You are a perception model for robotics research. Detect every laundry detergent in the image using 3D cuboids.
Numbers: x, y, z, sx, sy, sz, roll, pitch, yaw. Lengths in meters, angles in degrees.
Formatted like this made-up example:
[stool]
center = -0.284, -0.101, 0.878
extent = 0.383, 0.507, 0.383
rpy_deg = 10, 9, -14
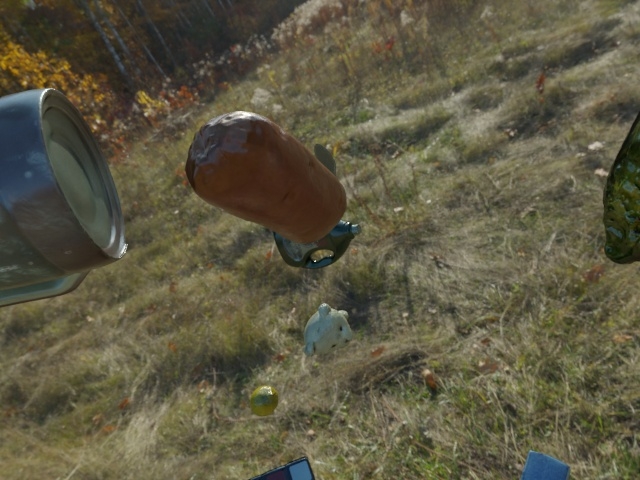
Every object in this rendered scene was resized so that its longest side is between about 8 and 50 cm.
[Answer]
[laundry detergent]
center = 0.000, 0.000, 1.017
extent = 0.211, 0.137, 0.063
rpy_deg = -9, 19, 30

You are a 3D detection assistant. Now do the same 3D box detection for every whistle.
[whistle]
center = 0.284, 0.370, 0.576
extent = 0.090, 0.090, 0.157
rpy_deg = 2, 50, 49

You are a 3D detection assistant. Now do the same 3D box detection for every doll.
[doll]
center = 0.031, 0.308, 1.446
extent = 0.150, 0.278, 0.175
rpy_deg = 15, 80, 8

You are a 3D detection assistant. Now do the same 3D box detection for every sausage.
[sausage]
center = -0.055, -0.069, 0.523
extent = 0.114, 0.259, 0.113
rpy_deg = -5, 76, 22

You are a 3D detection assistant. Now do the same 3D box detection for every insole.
[insole]
center = 0.007, -0.123, 0.889
extent = 0.003, 0.080, 0.232
rpy_deg = -41, -12, -14

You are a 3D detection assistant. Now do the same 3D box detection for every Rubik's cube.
[Rubik's cube]
center = -0.072, 0.581, 0.953
extent = 0.163, 0.160, 0.162
rpy_deg = -16, 61, -12

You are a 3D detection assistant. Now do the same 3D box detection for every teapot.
[teapot]
center = -0.440, -0.015, 0.583
extent = 0.313, 0.314, 0.233
rpy_deg = -16, 52, -8

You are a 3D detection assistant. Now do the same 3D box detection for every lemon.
[lemon]
center = -0.162, 0.460, 1.264
extent = 0.110, 0.082, 0.082
rpy_deg = -61, 0, 45

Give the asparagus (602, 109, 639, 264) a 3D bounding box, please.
[asparagus]
center = 0.472, -0.143, 0.581
extent = 0.108, 0.381, 0.128
rpy_deg = 28, 17, 28
